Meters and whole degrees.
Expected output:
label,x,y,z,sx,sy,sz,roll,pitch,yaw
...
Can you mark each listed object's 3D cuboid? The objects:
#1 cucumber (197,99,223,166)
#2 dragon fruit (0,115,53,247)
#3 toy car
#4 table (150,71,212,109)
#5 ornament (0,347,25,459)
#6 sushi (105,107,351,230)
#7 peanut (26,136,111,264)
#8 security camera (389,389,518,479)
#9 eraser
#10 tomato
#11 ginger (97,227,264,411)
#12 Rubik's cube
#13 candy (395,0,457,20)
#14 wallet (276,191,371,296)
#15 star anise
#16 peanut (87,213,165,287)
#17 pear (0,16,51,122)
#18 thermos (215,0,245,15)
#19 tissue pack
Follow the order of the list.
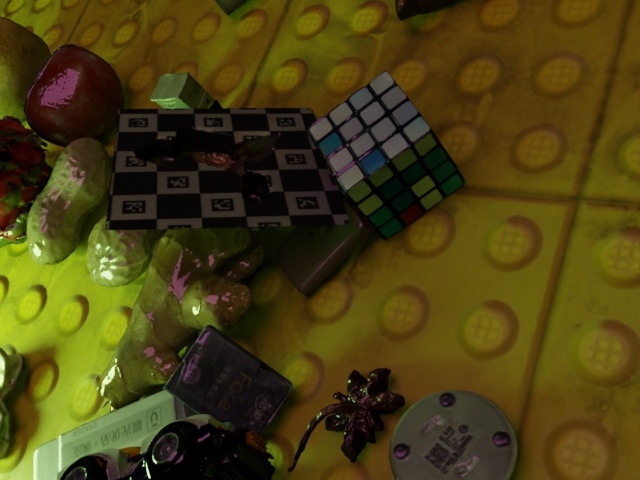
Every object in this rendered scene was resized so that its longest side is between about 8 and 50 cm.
label,x,y,z,sx,sy,sz,roll,pitch,yaw
cucumber,-0.196,-0.164,1.349,0.056,0.056,0.284,-22,39,19
dragon fruit,-0.674,-0.109,1.531,0.231,0.237,0.303,46,116,53
toy car,-0.207,0.332,1.029,0.301,0.193,0.118,-27,39,16
table,-0.272,-0.278,1.466,0.079,0.083,0.063,4,66,34
ornament,-0.630,0.308,1.380,0.180,0.059,0.201,-16,59,27
sushi,-0.155,-0.101,1.192,0.342,0.064,0.359,-2,37,-11
peanut,-0.492,-0.076,1.479,0.125,0.111,0.275,16,77,21
security camera,0.120,0.318,0.906,0.301,0.080,0.157,-48,48,-13
eraser,-0.303,0.312,1.173,0.351,0.061,0.089,-26,54,18
tomato,-0.500,-0.293,1.581,0.155,0.181,0.214,22,84,19
ginger,-0.205,0.115,1.202,0.236,0.166,0.376,13,88,21
Rubik's cube,0.097,-0.126,1.116,0.154,0.151,0.155,-36,51,8
candy,0.248,-0.469,1.250,0.271,0.101,0.143,-14,64,18
wallet,0.000,0.000,1.167,0.153,0.038,0.118,-49,45,12
star anise,0.030,0.246,1.004,0.191,0.070,0.097,-51,53,0
peanut,-0.342,-0.026,1.338,0.196,0.110,0.233,-11,51,58
pear,-0.742,-0.377,1.703,0.271,0.271,0.271,-15,58,24
thermos,-0.155,-0.575,1.559,0.193,0.105,0.137,-40,20,1
tissue pack,-0.132,0.210,1.082,0.156,0.051,0.112,35,88,1
